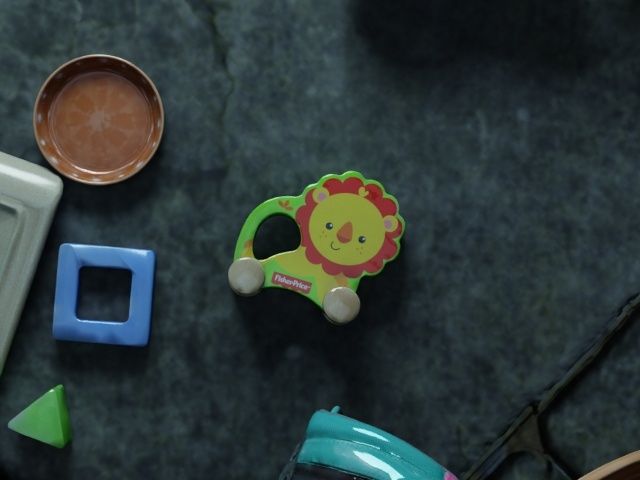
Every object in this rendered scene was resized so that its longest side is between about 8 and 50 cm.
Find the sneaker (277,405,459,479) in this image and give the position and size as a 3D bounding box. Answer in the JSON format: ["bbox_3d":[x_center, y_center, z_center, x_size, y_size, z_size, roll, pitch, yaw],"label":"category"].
[{"bbox_3d":[-0.023,0.189,0.870,0.295,0.178,0.124,-13,125,34],"label":"sneaker"}]

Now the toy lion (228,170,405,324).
[{"bbox_3d":[0.000,0.000,0.913,0.100,0.034,0.096,16,83,1],"label":"toy lion"}]

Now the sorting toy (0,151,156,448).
[{"bbox_3d":[-0.278,0.021,0.904,0.348,0.047,0.196,19,90,0],"label":"sorting toy"}]

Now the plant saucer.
[{"bbox_3d":[-0.141,-0.076,0.920,0.083,0.013,0.083,0,89,0],"label":"plant saucer"}]

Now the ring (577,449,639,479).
[{"bbox_3d":[0.156,0.268,0.801,0.336,0.032,0.336,-17,121,-31],"label":"ring"}]
